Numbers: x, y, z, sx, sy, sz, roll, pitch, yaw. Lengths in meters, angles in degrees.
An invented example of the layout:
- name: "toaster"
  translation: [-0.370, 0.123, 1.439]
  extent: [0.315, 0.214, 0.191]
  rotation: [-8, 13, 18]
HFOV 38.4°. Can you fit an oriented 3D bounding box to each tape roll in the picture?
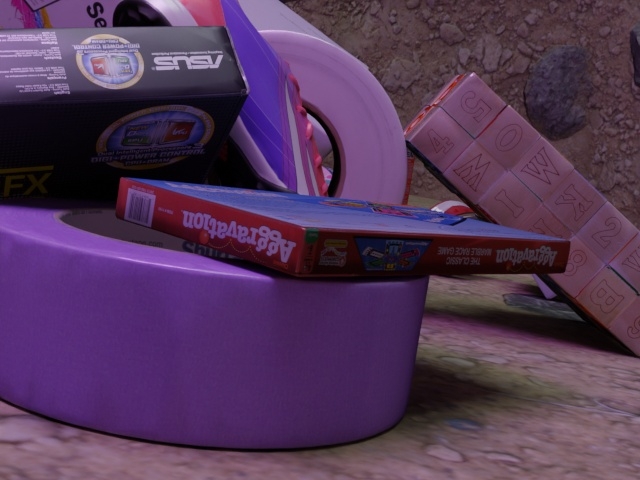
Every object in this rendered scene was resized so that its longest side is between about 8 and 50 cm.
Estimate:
- name: "tape roll"
  translation: [-0.075, 0.038, 0.571]
  extent: [0.274, 0.090, 0.275]
  rotation: [8, 7, -1]
- name: "tape roll"
  translation: [-0.044, -0.074, 0.900]
  extent: [0.246, 0.246, 0.169]
  rotation: [8, 6, -3]

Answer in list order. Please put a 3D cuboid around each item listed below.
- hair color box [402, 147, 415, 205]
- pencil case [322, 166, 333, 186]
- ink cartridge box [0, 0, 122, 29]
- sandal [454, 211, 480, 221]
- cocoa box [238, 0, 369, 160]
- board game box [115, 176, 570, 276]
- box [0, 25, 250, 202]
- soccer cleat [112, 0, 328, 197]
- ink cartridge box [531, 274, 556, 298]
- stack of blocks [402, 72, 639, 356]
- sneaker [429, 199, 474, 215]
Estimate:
- name: "hair color box"
  translation: [0.084, -0.075, 1.401]
  extent: [0.093, 0.167, 0.053]
  rotation: [12, 7, 31]
- name: "pencil case"
  translation: [-0.086, -0.047, 1.164]
  extent: [0.124, 0.124, 0.284]
  rotation: [14, 7, 37]
- name: "ink cartridge box"
  translation: [-0.275, -0.212, 0.896]
  extent: [0.278, 0.201, 0.117]
  rotation: [-30, 24, -6]
- name: "sandal"
  translation: [0.162, 0.007, 1.194]
  extent: [0.219, 0.090, 0.060]
  rotation: [7, 23, -28]
- name: "cocoa box"
  translation: [-0.142, -0.241, 1.435]
  extent: [0.347, 0.228, 0.231]
  rotation: [35, 41, -11]
- name: "board game box"
  translation: [0.029, -0.006, 0.578]
  extent: [0.145, 0.027, 0.281]
  rotation: [17, 10, 40]
- name: "box"
  translation: [-0.209, -0.058, 0.637]
  extent: [0.270, 0.060, 0.216]
  rotation: [-7, -23, -27]
- name: "soccer cleat"
  translation: [-0.042, -0.080, 0.768]
  extent: [0.116, 0.318, 0.108]
  rotation: [-43, 19, -34]
- name: "ink cartridge box"
  translation: [0.293, 0.020, 1.186]
  extent: [0.052, 0.088, 0.122]
  rotation: [-33, -5, 15]
- name: "stack of blocks"
  translation: [0.212, -0.031, 0.910]
  extent: [0.297, 0.087, 0.171]
  rotation: [42, 5, -6]
- name: "sneaker"
  translation: [0.201, 0.002, 1.371]
  extent: [0.128, 0.087, 0.221]
  rotation: [25, 27, 37]
